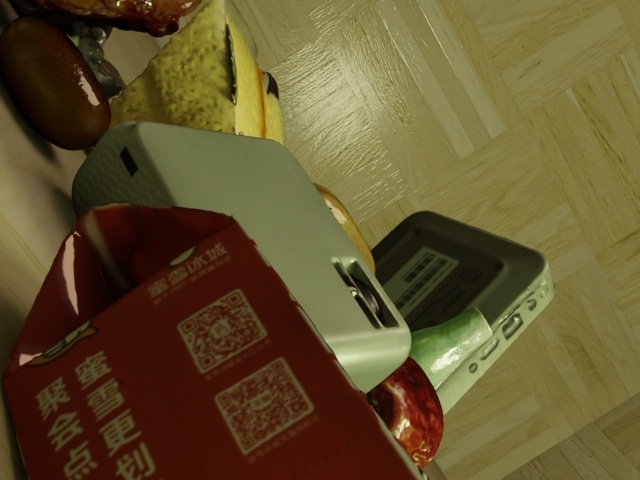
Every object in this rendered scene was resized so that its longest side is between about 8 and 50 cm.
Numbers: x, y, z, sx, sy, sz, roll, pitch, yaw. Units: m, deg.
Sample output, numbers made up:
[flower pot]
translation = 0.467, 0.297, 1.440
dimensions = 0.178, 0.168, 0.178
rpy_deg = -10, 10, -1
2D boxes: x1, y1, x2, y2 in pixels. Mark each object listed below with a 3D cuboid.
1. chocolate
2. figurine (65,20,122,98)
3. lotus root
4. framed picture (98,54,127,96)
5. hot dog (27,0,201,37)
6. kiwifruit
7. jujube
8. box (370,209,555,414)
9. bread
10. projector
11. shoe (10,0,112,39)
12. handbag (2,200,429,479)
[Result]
[chocolate]
translation = 0.128, 0.199, 1.298
dimensions = 0.110, 0.291, 0.110
rpy_deg = 57, 4, -7
[figurine]
translation = -0.251, -0.187, 0.866
dimensions = 0.094, 0.082, 0.086
rpy_deg = 55, 24, -74
[lotus root]
translation = 0.000, 0.000, 1.504
dimensions = 0.284, 0.146, 0.160
rpy_deg = 53, -17, -21
[framed picture]
translation = -0.332, -0.266, 1.325
dimensions = 0.109, 0.011, 0.149
rpy_deg = 59, 1, 22
[hot dog]
translation = -0.281, -0.325, 0.783
dimensions = 0.387, 0.174, 0.267
rpy_deg = 42, 8, -8
[kiwifruit]
translation = -0.227, -0.132, 0.722
dimensions = 0.124, 0.075, 0.075
rpy_deg = 55, 1, 1
[jujube]
translation = 0.073, 0.230, 1.125
dimensions = 0.190, 0.190, 0.255
rpy_deg = 58, 4, 15
[box]
translation = 0.201, 0.129, 1.660
dimensions = 0.396, 0.396, 0.111
rpy_deg = 25, -27, 50
[bread]
translation = -0.063, -0.015, 1.001
dimensions = 0.405, 0.242, 0.346
rpy_deg = 53, 2, 1
[projector]
translation = -0.065, 0.026, 0.710
dimensions = 0.198, 0.108, 0.250
rpy_deg = -1, 51, -52
[shoe]
translation = -0.323, -0.337, 1.022
dimensions = 0.293, 0.109, 0.149
rpy_deg = 53, 6, 8
[handbag]
translation = -0.042, 0.116, 0.416
dimensions = 0.298, 0.151, 0.171
rpy_deg = 49, -9, 45
